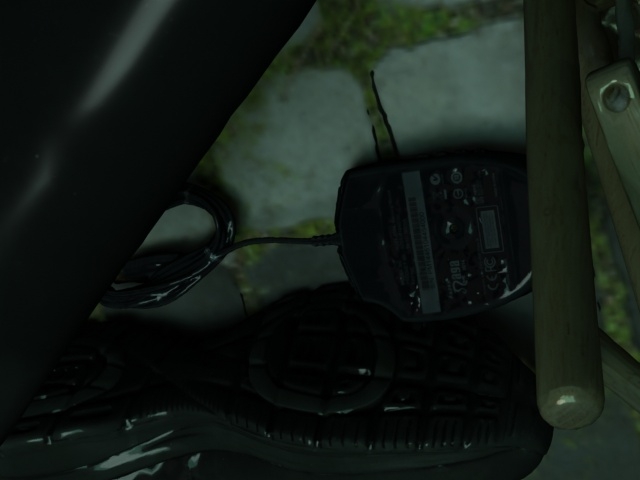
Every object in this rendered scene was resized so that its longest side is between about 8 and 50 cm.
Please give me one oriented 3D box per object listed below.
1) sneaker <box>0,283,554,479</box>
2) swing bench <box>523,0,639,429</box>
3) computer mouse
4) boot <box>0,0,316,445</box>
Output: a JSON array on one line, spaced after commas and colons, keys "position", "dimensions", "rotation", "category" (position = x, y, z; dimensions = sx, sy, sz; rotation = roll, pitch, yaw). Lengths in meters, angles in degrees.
[{"position": [-0.028, 0.101, 0.670], "dimensions": [0.286, 0.109, 0.130], "rotation": [-5, 123, 26], "category": "sneaker"}, {"position": [0.194, -0.069, 0.457], "dimensions": [0.253, 0.254, 0.165], "rotation": [-20, 148, 25], "category": "swing bench"}, {"position": [0.000, 0.000, 0.642], "dimensions": [0.242, 0.041, 0.071], "rotation": [-4, 97, 25], "category": "computer mouse"}, {"position": [-0.028, -0.079, 0.421], "dimensions": [0.146, 0.367, 0.445], "rotation": [26, 122, -35], "category": "boot"}]
